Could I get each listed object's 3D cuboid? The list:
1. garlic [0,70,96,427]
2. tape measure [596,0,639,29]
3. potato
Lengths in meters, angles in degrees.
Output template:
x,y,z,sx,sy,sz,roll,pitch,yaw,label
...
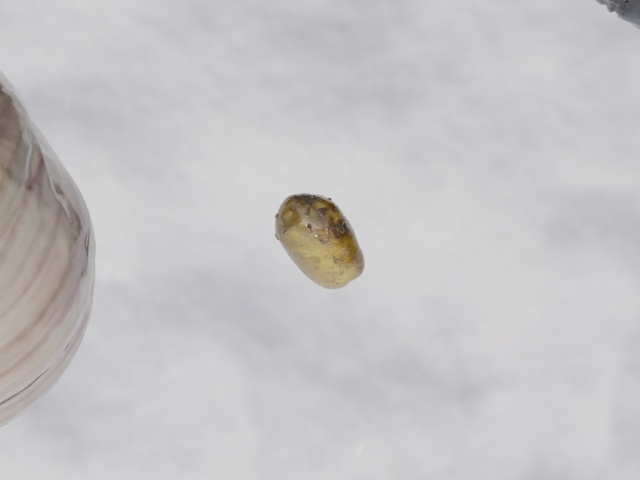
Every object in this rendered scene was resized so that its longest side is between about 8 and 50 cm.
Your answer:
x,y,z,sx,sy,sz,roll,pitch,yaw,label
-0.282,-0.007,1.170,0.317,0.317,0.259,32,60,12,garlic
0.240,-0.223,1.397,0.186,0.112,0.199,20,29,-41,tape measure
0.000,0.000,1.347,0.051,0.083,0.040,-8,42,32,potato
